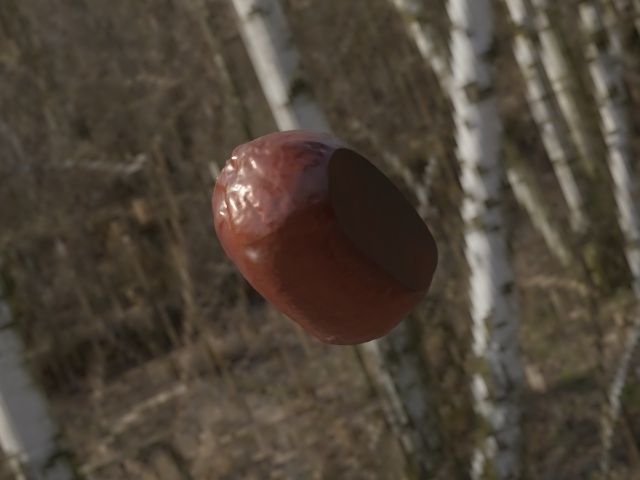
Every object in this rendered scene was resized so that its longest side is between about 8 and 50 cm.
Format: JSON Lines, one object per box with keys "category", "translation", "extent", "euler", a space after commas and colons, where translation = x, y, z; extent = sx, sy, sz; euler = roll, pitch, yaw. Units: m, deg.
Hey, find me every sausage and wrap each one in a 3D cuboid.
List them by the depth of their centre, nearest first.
{"category": "sausage", "translation": [0.000, 0.000, 0.643], "extent": [0.054, 0.094, 0.059], "euler": [-13, 52, 33]}
